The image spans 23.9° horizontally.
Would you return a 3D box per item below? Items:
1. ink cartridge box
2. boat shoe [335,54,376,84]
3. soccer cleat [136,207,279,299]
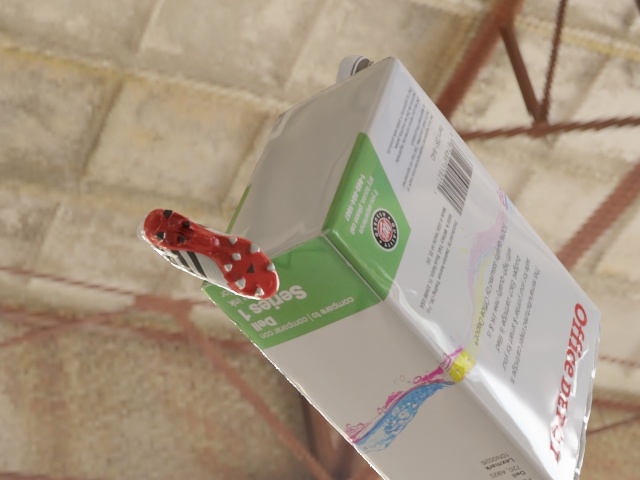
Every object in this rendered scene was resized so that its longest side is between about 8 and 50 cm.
[{"bbox_3d":[0.070,0.044,1.071,0.117,0.201,0.278,-24,-61,34],"label":"ink cartridge box"},{"bbox_3d":[0.056,-0.145,1.719,0.076,0.228,0.080,-6,-60,13],"label":"boat shoe"},{"bbox_3d":[-0.060,0.007,0.807,0.083,0.029,0.035,27,-17,-20],"label":"soccer cleat"}]
